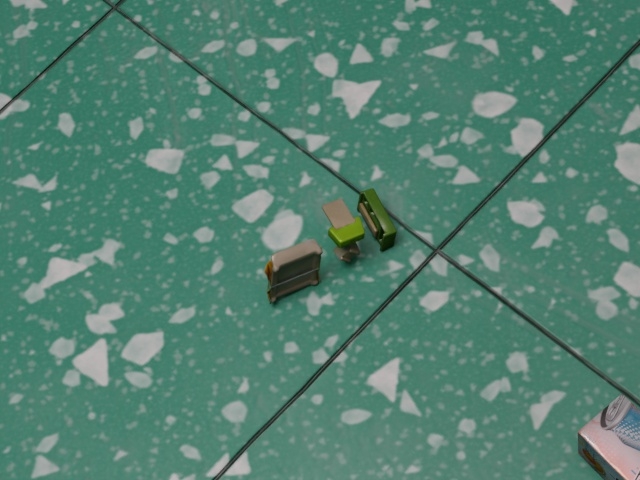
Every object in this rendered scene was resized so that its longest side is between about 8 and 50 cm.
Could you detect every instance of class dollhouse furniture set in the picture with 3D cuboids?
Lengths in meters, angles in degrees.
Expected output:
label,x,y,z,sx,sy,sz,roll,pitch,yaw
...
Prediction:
label,x,y,z,sx,sy,sz,roll,pitch,yaw
dollhouse furniture set,0.000,0.000,1.838,0.152,0.076,0.058,-22,63,-16

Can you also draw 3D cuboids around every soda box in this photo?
label,x,y,z,sx,sy,sz,roll,pitch,yaw
soda box,0.327,0.235,1.677,0.063,0.058,0.183,-39,65,-12
